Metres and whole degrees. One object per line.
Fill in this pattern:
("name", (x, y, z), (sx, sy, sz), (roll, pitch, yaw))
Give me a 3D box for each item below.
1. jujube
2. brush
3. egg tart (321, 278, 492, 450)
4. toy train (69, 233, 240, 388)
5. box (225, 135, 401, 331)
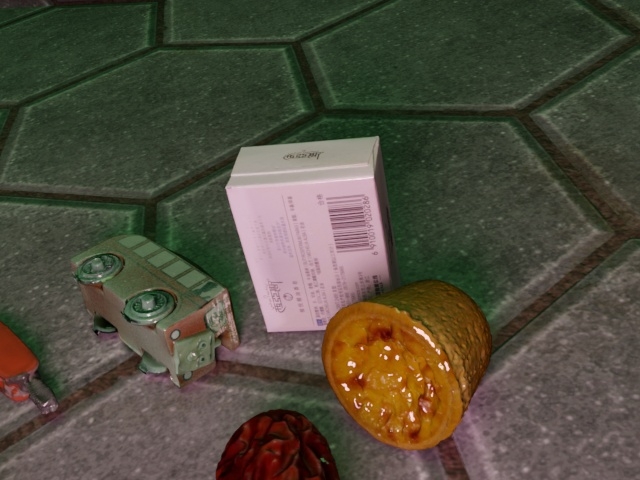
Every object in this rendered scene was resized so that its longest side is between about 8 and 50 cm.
("jujube", (-0.050, 0.286, 0.847), (0.155, 0.155, 0.230), (-12, 28, 0))
("brush", (-0.480, 0.189, 1.196), (0.070, 0.051, 0.323), (-27, 34, -32))
("egg tart", (0.115, 0.141, 0.981), (0.203, 0.202, 0.147), (14, 30, 32))
("toy train", (-0.262, 0.091, 1.200), (0.159, 0.129, 0.326), (-29, 38, -33))
("box", (0.000, -0.002, 1.127), (0.203, 0.274, 0.116), (-4, 37, 12))
